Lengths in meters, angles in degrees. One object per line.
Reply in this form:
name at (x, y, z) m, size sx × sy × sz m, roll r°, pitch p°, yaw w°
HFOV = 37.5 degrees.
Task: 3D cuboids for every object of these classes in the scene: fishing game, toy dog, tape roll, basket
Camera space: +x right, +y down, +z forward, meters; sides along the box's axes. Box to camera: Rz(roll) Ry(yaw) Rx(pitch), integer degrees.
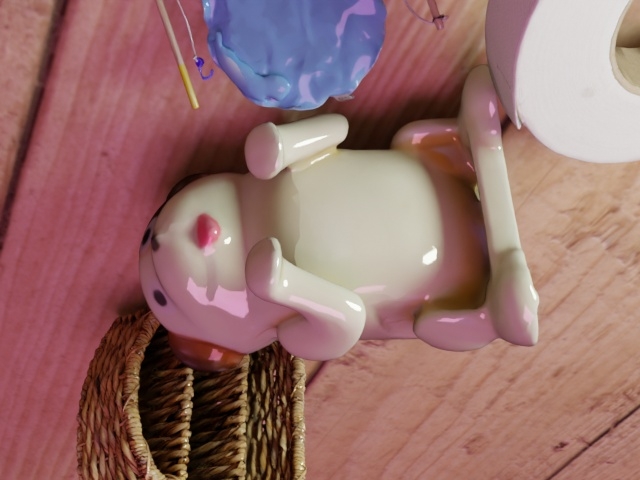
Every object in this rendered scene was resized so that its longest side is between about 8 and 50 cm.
fishing game at (-0.023, -0.215, 0.889) m, size 0.264 × 0.041 × 0.189 m, roll -19°, pitch 102°, yaw 18°
toy dog at (0.000, 0.000, 1.045) m, size 0.407 × 0.285 × 0.395 m, roll -7°, pitch 173°, yaw 4°
tape roll at (0.336, -0.224, 0.839) m, size 0.392 × 0.072 × 0.392 m, roll -14°, pitch 145°, yaw -10°
basket at (-0.162, 0.209, 1.215) m, size 0.223 × 0.299 × 0.213 m, roll -21°, pitch 134°, yaw 24°
